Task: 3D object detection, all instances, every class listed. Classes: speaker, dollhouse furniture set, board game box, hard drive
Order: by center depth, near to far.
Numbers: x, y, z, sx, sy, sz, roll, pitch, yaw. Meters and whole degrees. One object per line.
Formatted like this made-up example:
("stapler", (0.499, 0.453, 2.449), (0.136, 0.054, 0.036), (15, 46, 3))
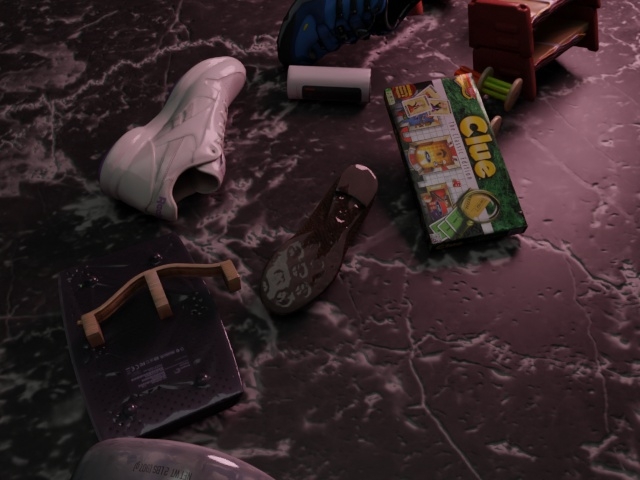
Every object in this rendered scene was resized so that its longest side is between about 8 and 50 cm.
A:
("hard drive", (-0.204, 0.114, 0.778), (0.171, 0.054, 0.255), (-21, 53, -15))
("board game box", (0.185, -0.117, 0.927), (0.136, 0.030, 0.260), (-11, 66, -5))
("speaker", (0.014, -0.255, 1.069), (0.136, 0.055, 0.055), (4, 51, 4))
("dollhouse furniture set", (0.267, -0.389, 1.138), (0.201, 0.152, 0.374), (-35, 41, -23))

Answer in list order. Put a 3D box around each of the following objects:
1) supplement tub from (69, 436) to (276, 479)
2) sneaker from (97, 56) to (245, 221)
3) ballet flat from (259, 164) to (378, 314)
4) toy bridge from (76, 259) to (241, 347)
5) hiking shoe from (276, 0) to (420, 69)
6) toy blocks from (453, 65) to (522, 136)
("supplement tub", (-0.147, 0.343, 0.495), (0.207, 0.207, 0.338), (8, 52, 8))
("sneaker", (-0.182, -0.148, 0.972), (0.152, 0.114, 0.305), (30, 61, 7))
("ballet flat", (0.000, 0.000, 0.871), (0.084, 0.058, 0.250), (33, 62, -1))
("toy bridge", (-0.191, 0.062, 0.767), (0.188, 0.026, 0.063), (-21, 51, -15))
("hiking shoe", (0.058, -0.376, 1.068), (0.304, 0.113, 0.132), (-39, 54, 13))
("toy blocks", (0.218, -0.223, 1.019), (0.148, 0.054, 0.123), (28, 81, 22))
